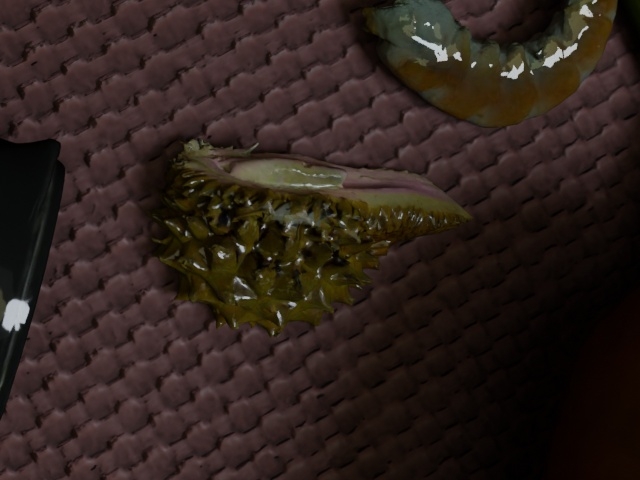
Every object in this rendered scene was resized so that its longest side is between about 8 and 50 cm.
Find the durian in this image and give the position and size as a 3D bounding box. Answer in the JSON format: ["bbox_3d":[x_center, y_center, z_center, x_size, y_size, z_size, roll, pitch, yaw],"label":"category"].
[{"bbox_3d":[0.002,-0.005,0.741,0.224,0.078,0.140,-7,97,-11],"label":"durian"}]

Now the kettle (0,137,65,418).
[{"bbox_3d":[-0.319,0.028,0.615,0.308,0.203,0.262,16,89,-17],"label":"kettle"}]

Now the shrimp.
[{"bbox_3d":[0.124,-0.157,0.750,0.161,0.049,0.166,28,110,-19],"label":"shrimp"}]

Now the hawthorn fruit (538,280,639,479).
[{"bbox_3d":[0.340,0.213,0.632,0.472,0.472,0.472,-1,95,-13],"label":"hawthorn fruit"}]

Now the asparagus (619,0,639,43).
[{"bbox_3d":[0.220,-0.208,0.781,0.067,0.060,0.278,-34,101,-15],"label":"asparagus"}]
